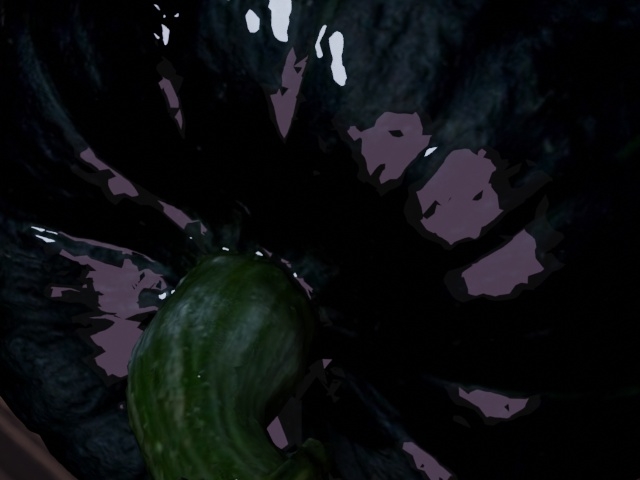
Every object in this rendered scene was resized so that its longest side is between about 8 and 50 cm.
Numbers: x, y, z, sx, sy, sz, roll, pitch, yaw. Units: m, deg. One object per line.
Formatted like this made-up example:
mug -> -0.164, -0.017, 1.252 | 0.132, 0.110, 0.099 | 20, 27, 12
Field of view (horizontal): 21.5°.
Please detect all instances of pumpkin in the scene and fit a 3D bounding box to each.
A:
pumpkin -> 0.000, 0.000, 0.473 | 0.248, 0.248, 0.248 | 1, 127, 1
